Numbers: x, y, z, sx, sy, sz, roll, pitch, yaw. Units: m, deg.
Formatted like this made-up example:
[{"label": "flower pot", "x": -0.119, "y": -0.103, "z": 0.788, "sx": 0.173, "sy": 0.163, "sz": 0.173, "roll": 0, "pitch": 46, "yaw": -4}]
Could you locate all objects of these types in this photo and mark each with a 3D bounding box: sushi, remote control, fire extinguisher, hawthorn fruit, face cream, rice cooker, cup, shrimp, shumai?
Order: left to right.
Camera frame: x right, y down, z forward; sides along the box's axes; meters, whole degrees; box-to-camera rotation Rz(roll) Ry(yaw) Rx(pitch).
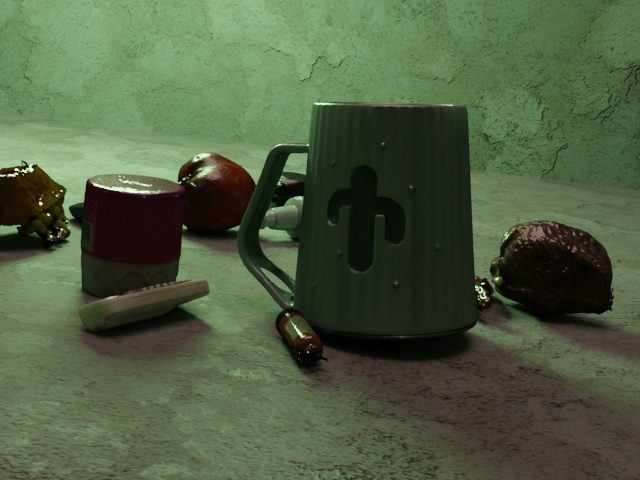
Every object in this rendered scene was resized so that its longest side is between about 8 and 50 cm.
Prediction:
[{"label": "sushi", "x": -0.610, "y": -0.065, "z": 2.100, "sx": 0.166, "sy": 0.179, "sz": 0.296, "roll": -9, "pitch": 8, "yaw": 6}, {"label": "face cream", "x": -0.330, "y": -0.007, "z": 1.848, "sx": 0.175, "sy": 0.195, "sz": 0.175, "roll": 7, "pitch": 14, "yaw": -2}, {"label": "remote control", "x": -0.281, "y": 0.103, "z": 1.697, "sx": 0.090, "sy": 0.049, "sz": 0.230, "roll": -21, "pitch": -6, "yaw": 37}, {"label": "hawthorn fruit", "x": -0.232, "y": -0.100, "z": 2.385, "sx": 0.202, "sy": 0.185, "sz": 0.185, "roll": 16, "pitch": 4, "yaw": -38}, {"label": "rice cooker", "x": -0.069, "y": -0.109, "z": 2.613, "sx": 0.142, "sy": 0.118, "sz": 0.203, "roll": 19, "pitch": 17, "yaw": 41}, {"label": "fire extinguisher", "x": -0.032, "y": 0.152, "z": 1.623, "sx": 0.062, "sy": 0.050, "sz": 0.177, "roll": 23, "pitch": 7, "yaw": -18}, {"label": "face cream", "x": -0.035, "y": -0.053, "z": 2.423, "sx": 0.251, "sy": 0.101, "sz": 0.101, "roll": -3, "pitch": 16, "yaw": -38}, {"label": "cup", "x": 0.068, "y": -0.033, "z": 1.769, "sx": 0.400, "sy": 0.392, "sz": 0.310, "roll": -1, "pitch": 8, "yaw": -9}, {"label": "shrimp", "x": 0.286, "y": 0.093, "z": 2.050, "sx": 0.152, "sy": 0.063, "sz": 0.287, "roll": 14, "pitch": 8, "yaw": -21}, {"label": "shumai", "x": 0.441, "y": 0.046, "z": 2.034, "sx": 0.218, "sy": 0.184, "sz": 0.185, "roll": 3, "pitch": 11, "yaw": 1}]

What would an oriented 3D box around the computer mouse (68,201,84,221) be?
[{"label": "computer mouse", "x": -0.460, "y": -0.056, "z": 2.313, "sx": 0.120, "sy": 0.057, "sz": 0.232, "roll": -5, "pitch": 17, "yaw": -41}]
